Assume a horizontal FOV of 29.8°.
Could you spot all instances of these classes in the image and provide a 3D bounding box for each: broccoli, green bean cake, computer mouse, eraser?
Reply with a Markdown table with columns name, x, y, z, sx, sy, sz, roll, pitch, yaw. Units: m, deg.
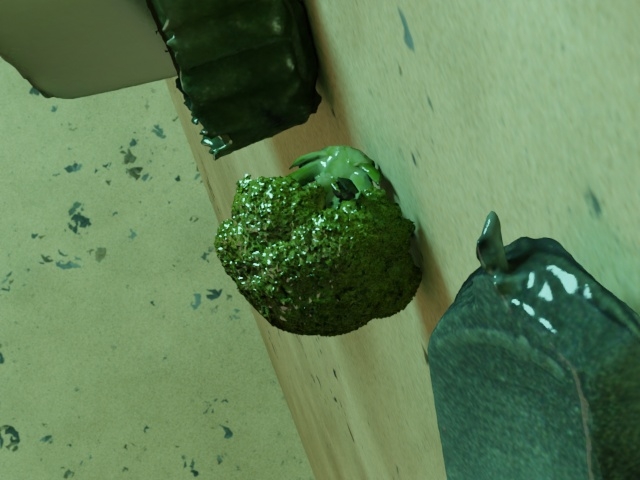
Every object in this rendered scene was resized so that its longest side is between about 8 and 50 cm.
| name | x | y | z | sx | sy | sz | roll | pitch | yaw |
| --- | --- | --- | --- | --- | --- | --- | --- | --- | --- |
| broccoli | 0.000 | 0.000 | 0.725 | 0.131 | 0.130 | 0.120 | 43 | -126 | -34 |
| green bean cake | -0.073 | -0.172 | 0.824 | 0.173 | 0.094 | 0.181 | -120 | 11 | -55 |
| computer mouse | 0.097 | 0.098 | 0.432 | 0.113 | 0.068 | 0.229 | 6 | 106 | 62 |
| eraser | -0.202 | -0.259 | 0.961 | 0.331 | 0.149 | 0.331 | -8 | -90 | -75 |
